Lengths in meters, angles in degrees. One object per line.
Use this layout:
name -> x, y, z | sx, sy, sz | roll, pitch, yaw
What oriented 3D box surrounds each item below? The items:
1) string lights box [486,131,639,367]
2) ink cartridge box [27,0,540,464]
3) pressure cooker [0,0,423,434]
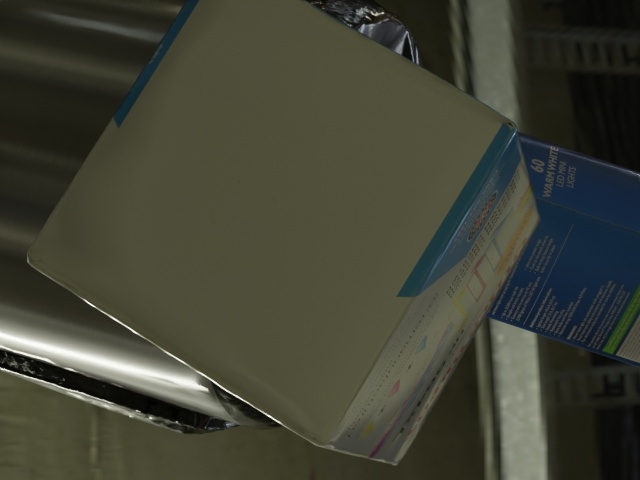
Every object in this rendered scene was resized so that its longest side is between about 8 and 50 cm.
string lights box -> 0.188, 0.005, 1.322 | 0.260, 0.133, 0.077 | 19, -138, -1
ink cartridge box -> 0.000, 0.000, 0.477 | 0.090, 0.143, 0.092 | 31, -92, 14
pressure cooker -> -0.156, -0.060, 1.436 | 0.370, 0.420, 0.375 | 74, -144, -52
